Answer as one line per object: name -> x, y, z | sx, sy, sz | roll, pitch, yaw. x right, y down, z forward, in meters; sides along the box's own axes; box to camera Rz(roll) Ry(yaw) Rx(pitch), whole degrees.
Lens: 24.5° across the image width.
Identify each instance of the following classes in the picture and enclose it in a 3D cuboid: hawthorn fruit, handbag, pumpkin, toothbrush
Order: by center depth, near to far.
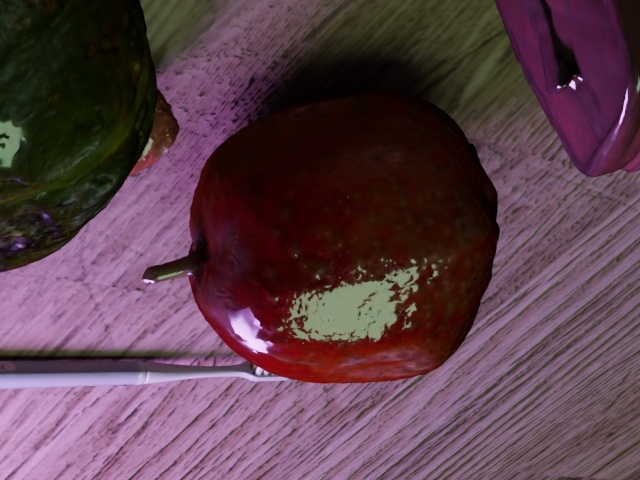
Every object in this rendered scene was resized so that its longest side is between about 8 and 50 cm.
pumpkin -> -0.208, -0.089, 0.716 | 0.189, 0.260, 0.260 | -56, 163, -27
handbag -> 0.167, -0.154, 0.821 | 0.135, 0.225, 0.146 | -18, 165, -14
hawthorn fruit -> 0.000, 0.000, 1.023 | 0.249, 0.215, 0.215 | -4, 147, -8
toothbrush -> -0.175, 0.112, 1.266 | 0.342, 0.025, 0.030 | 0, 138, -27

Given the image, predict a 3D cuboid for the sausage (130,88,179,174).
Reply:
sausage -> -0.160, -0.069, 0.940 | 0.141, 0.076, 0.076 | -10, 148, -10
